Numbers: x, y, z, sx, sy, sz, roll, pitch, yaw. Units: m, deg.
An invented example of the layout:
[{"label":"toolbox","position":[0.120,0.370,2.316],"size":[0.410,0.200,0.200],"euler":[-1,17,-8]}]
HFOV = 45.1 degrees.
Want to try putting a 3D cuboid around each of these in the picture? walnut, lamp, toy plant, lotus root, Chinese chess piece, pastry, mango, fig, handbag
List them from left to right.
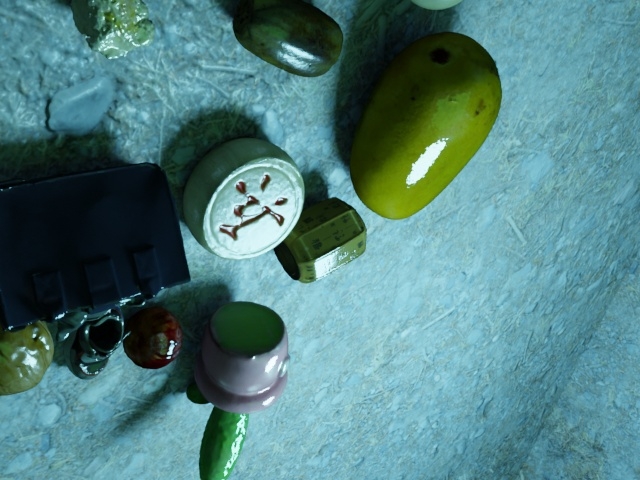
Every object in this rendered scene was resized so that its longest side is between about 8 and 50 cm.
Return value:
[{"label":"walnut","position":[-0.546,0.175,1.311],"size":[0.167,0.167,0.207],"euler":[-39,135,-12]},{"label":"handbag","position":[-0.393,0.022,1.292],"size":[0.325,0.118,0.269],"euler":[-13,90,-34]},{"label":"pastry","position":[-0.310,-0.397,1.121],"size":[0.121,0.089,0.258],"euler":[-21,135,-24]},{"label":"fig","position":[-0.336,0.207,1.573],"size":[0.128,0.128,0.150],"euler":[-38,145,-12]},{"label":"toy plant","position":[-0.191,0.325,1.711],"size":[0.317,0.210,0.356],"euler":[-67,178,-51]},{"label":"Chinese chess piece","position":[-0.151,-0.081,1.521],"size":[0.249,0.103,0.250],"euler":[-22,133,-26]},{"label":"lotus root","position":[-0.052,-0.365,1.364],"size":[0.241,0.123,0.124],"euler":[11,123,-44]},{"label":"lamp","position":[0.000,0.000,1.689],"size":[0.185,0.161,0.161],"euler":[-27,137,-24]},{"label":"mango","position":[0.213,-0.229,1.644],"size":[0.300,0.232,0.446],"euler":[-14,141,-39]}]

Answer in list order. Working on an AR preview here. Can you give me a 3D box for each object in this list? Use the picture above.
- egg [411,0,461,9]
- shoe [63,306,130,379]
[{"label":"egg","position":[0.223,-0.548,1.414],"size":[0.186,0.186,0.242],"euler":[-14,129,-35]},{"label":"shoe","position":[-0.419,0.191,1.478],"size":[0.099,0.125,0.228],"euler":[-12,127,-40]}]
